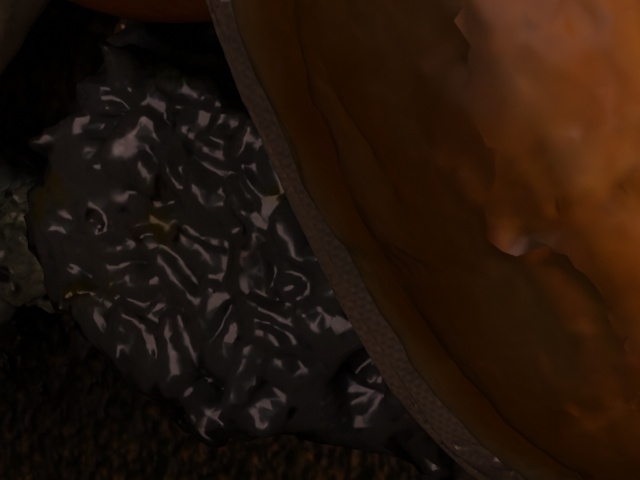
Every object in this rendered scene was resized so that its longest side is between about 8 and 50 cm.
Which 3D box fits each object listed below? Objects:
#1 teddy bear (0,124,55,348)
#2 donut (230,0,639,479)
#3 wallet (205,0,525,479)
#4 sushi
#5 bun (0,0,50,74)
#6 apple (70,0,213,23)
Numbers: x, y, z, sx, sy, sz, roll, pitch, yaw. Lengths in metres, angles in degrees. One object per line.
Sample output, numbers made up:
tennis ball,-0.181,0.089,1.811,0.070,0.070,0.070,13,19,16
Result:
teddy bear,-0.170,-0.003,0.999,0.213,0.111,0.133,2,117,13
donut,0.195,-0.102,0.517,0.448,0.198,0.449,0,103,-1
wallet,0.134,-0.044,0.660,0.335,0.068,0.275,-19,110,6
sushi,0.000,0.000,0.816,0.274,0.184,0.139,35,116,24
bun,-0.212,-0.168,0.952,0.210,0.116,0.237,18,78,44
apple,-0.043,-0.221,0.762,0.299,0.299,0.275,-9,109,36
